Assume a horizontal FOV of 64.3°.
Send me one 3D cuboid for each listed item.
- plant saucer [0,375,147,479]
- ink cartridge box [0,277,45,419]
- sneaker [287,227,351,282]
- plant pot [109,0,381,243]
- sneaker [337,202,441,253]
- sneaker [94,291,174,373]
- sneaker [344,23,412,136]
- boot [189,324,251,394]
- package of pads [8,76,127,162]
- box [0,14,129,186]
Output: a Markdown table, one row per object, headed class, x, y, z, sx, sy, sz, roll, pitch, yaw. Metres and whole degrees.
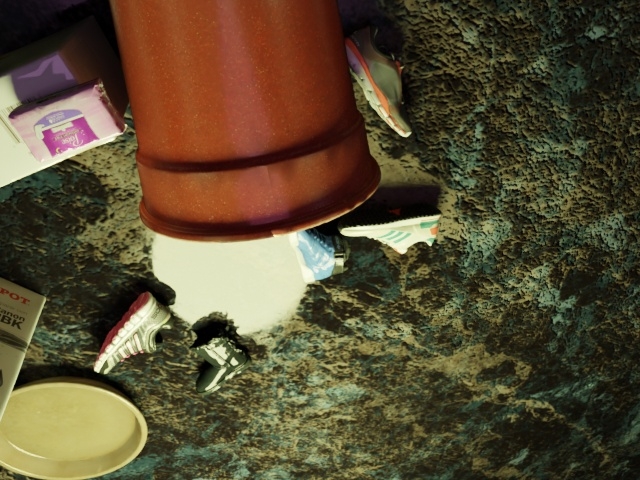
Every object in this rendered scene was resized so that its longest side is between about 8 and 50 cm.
| class | x | y | z | sx | sy | sz | roll | pitch | yaw |
| --- | --- | --- | --- | --- | --- | --- | --- | --- | --- |
| plant saucer | -0.456 | 0.337 | 0.918 | 0.278 | 0.041 | 0.277 | -6 | 126 | -8 |
| ink cartridge box | -0.492 | 0.146 | 0.635 | 0.197 | 0.273 | 0.114 | 34 | 108 | -30 |
| sneaker | 0.000 | -0.001 | 0.765 | 0.085 | 0.058 | 0.152 | -13 | 131 | 4 |
| plant pot | -0.084 | -0.177 | 0.516 | 0.272 | 0.272 | 0.265 | -11 | 118 | -4 |
| sneaker | 0.107 | -0.010 | 0.784 | 0.161 | 0.057 | 0.075 | -8 | 120 | -10 |
| sneaker | -0.294 | 0.160 | 0.813 | 0.075 | 0.063 | 0.170 | 35 | 106 | -24 |
| sneaker | 0.087 | -0.201 | 0.647 | 0.065 | 0.061 | 0.158 | -37 | 125 | 6 |
| boot | -0.188 | 0.206 | 0.880 | 0.121 | 0.045 | 0.099 | -33 | 127 | 3 |
| package of pads | -0.221 | -0.106 | 0.451 | 0.083 | 0.032 | 0.050 | -20 | 124 | 0 |
| box | -0.283 | -0.151 | 0.531 | 0.130 | 0.170 | 0.091 | -22 | 125 | 3 |
